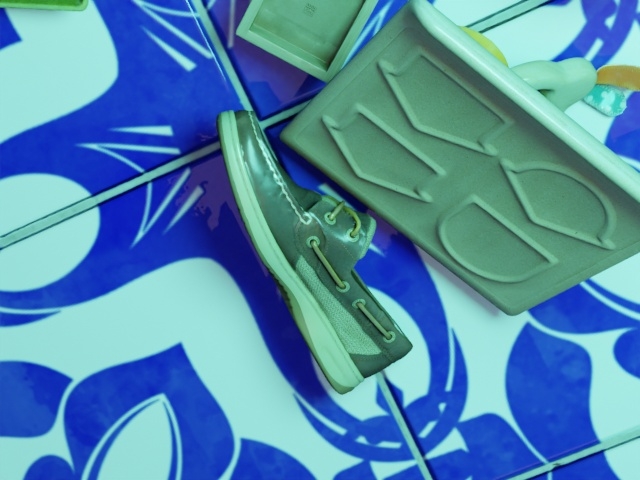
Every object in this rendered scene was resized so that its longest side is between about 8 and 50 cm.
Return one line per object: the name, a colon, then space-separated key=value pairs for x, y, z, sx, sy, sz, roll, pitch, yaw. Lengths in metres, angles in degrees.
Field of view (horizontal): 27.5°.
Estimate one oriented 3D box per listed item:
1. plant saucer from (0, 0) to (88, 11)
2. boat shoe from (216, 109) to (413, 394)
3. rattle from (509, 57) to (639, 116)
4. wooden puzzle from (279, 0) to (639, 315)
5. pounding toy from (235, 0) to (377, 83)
plant saucer: x=-0.324 y=-0.334 z=1.328 sx=0.188 sy=0.045 sz=0.188 roll=3 pitch=108 yaw=2
boat shoe: x=0.000 y=0.000 z=1.386 sx=0.123 sy=0.123 sz=0.342 roll=-25 pitch=109 yaw=3
rattle: x=0.217 y=-0.179 z=1.359 sx=0.199 sy=0.143 sz=0.130 roll=-24 pitch=138 yaw=-5
wooden puzzle: x=0.154 y=-0.078 z=1.275 sx=0.322 sy=0.348 sz=0.080 roll=38 pitch=64 yaw=-9
pounding toy: x=0.010 y=-0.251 z=1.322 sx=0.130 sy=0.100 sz=0.141 roll=28 pitch=118 yaw=-5
